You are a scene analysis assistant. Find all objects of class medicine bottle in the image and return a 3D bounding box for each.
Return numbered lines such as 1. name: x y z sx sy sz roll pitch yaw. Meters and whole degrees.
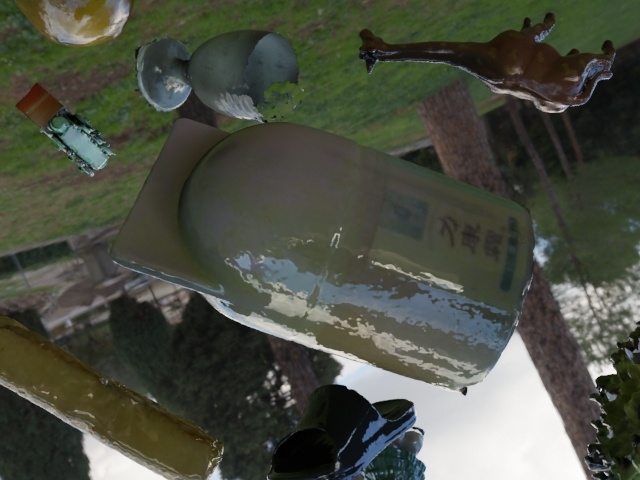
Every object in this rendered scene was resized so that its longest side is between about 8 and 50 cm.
1. medicine bottle: 0.000 0.000 0.717 0.406 0.235 0.236 19 174 -7

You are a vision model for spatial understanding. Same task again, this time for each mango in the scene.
1. mango: -0.349 -0.405 0.827 0.176 0.329 0.175 -31 169 -13

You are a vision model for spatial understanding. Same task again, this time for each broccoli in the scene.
1. broccoli: 0.498 0.247 0.769 0.272 0.334 0.324 -66 154 -7

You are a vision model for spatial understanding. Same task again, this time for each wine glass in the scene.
1. wine glass: -0.219 -0.356 1.372 0.357 0.190 0.190 12 -159 30

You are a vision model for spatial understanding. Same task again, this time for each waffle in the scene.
1. waffle: -0.225 0.165 0.654 0.055 0.248 0.221 -60 -172 -19

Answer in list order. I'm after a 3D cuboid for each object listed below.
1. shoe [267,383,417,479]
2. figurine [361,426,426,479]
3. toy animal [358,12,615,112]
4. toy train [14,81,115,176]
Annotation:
1. shoe: 0.021 0.209 0.742 0.108 0.093 0.241 -20 174 37
2. figurine: 0.089 0.371 0.886 0.110 0.138 0.245 -40 -153 41
3. toy animal: 0.179 -0.199 0.684 0.230 0.224 0.066 -39 157 -31
4. toy train: -0.432 -0.184 1.104 0.074 0.118 0.176 -48 168 -8
